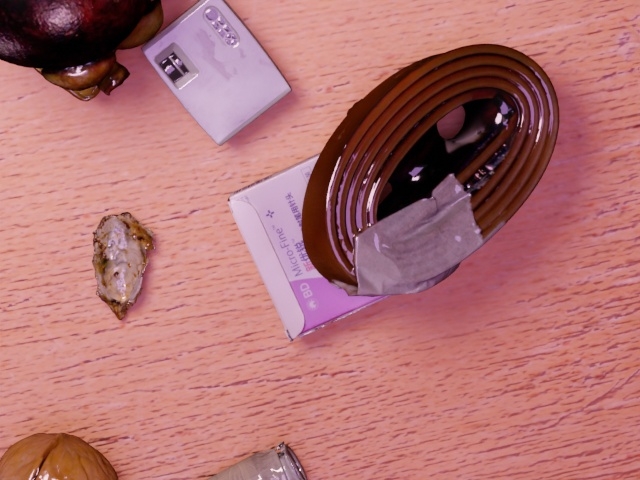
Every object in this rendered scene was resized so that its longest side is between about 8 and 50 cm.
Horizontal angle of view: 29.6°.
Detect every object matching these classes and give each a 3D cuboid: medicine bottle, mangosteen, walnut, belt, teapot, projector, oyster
[{"bbox_3d":[0.000,0.000,1.490,0.171,0.052,0.201,-23,103,2],"label":"medicine bottle"},{"bbox_3d":[-0.266,-0.259,1.246,0.228,0.228,0.265,-22,132,2],"label":"mangosteen"},{"bbox_3d":[-0.327,0.336,1.497,0.167,0.167,0.207,3,102,-5],"label":"walnut"},{"bbox_3d":[0.122,-0.080,1.411,0.217,0.122,0.339,44,82,-12],"label":"belt"},{"bbox_3d":[-0.106,0.348,1.555,0.200,0.077,0.107,-29,108,4],"label":"teapot"},{"bbox_3d":[-0.122,-0.203,1.425,0.115,0.061,0.147,-38,103,5],"label":"projector"},{"bbox_3d":[-0.250,0.029,1.492,0.086,0.029,0.132,27,104,-4],"label":"oyster"}]

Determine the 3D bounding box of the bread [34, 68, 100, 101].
[{"bbox_3d":[-0.320,-0.282,1.383,0.233,0.088,0.161,33,95,-8],"label":"bread"}]
